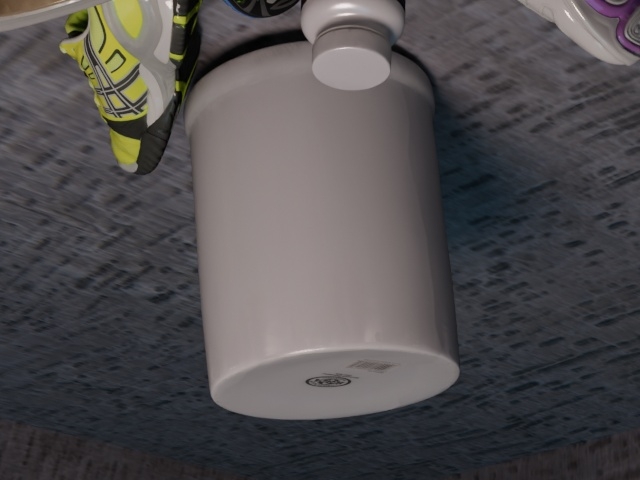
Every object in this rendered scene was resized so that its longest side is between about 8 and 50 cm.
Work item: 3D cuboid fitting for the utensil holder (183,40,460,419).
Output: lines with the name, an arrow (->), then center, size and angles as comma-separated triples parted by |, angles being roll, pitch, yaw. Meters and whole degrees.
utensil holder -> 0.000, 0.000, 1.605 | 0.327, 0.386, 0.327 | -4, 158, -2

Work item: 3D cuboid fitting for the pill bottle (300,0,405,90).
pill bottle -> 0.034, -0.256, 1.322 | 0.108, 0.194, 0.108 | 2, 155, 1

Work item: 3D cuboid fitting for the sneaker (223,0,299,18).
sneaker -> -0.072, -0.284, 1.378 | 0.078, 0.067, 0.188 | 3, 174, 31

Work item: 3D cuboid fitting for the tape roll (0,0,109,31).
tape roll -> -0.272, -0.274, 1.210 | 0.286, 0.100, 0.286 | -17, -175, 2

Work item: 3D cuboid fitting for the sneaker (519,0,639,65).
sneaker -> 0.202, -0.286, 1.239 | 0.305, 0.114, 0.152 | 50, 155, 1

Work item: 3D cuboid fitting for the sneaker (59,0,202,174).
sneaker -> -0.224, -0.222, 1.517 | 0.147, 0.145, 0.385 | 15, 145, -2
